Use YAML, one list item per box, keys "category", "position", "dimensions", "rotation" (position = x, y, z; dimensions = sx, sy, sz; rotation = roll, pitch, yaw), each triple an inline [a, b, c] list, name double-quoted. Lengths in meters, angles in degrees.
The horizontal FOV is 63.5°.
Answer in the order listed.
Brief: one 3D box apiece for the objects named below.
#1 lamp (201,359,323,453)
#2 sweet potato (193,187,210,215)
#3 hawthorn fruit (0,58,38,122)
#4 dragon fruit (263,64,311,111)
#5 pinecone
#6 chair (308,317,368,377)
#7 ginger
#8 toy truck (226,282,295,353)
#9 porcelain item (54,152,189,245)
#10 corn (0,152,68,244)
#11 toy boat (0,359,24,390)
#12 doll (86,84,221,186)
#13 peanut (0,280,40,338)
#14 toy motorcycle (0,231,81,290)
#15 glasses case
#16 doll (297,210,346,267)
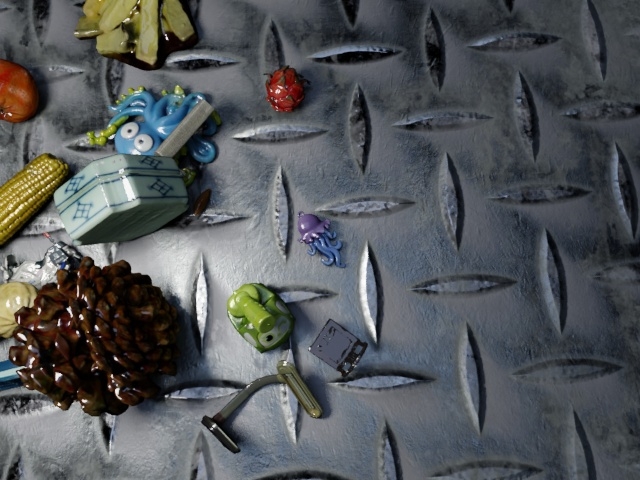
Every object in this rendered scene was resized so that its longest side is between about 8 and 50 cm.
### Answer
- category: "lamp"
  position: [-0.148, 0.463, 1.372]
  dimensions: [0.283, 0.124, 0.203]
  rotation: [-38, 100, -9]
- category: "sweet potato"
  position: [-0.349, -0.114, 1.520]
  dimensions: [0.034, 0.034, 0.095]
  rotation: [24, 69, 6]
- category: "hawthorn fruit"
  position: [-0.934, -0.457, 1.540]
  dimensions: [0.179, 0.179, 0.200]
  rotation: [-8, 58, 0]
- category: "dragon fruit"
  position: [-0.102, -0.452, 1.548]
  dimensions: [0.121, 0.130, 0.142]
  rotation: [-8, 77, 33]
- category: "pinecone"
  position: [-0.564, 0.248, 1.282]
  dimensions: [0.398, 0.398, 0.397]
  rotation: [0, 78, 1]
- category: "chair"
  position: [0.042, 0.273, 1.332]
  dimensions: [0.113, 0.229, 0.106]
  rotation: [34, 80, 5]
- category: "ginger"
  position: [-0.595, -0.727, 1.565]
  dimensions: [0.358, 0.211, 0.413]
  rotation: [-44, 81, -5]
- category: "toy truck"
  position: [-0.172, 0.191, 1.376]
  dimensions: [0.148, 0.210, 0.187]
  rotation: [-44, 63, -7]
- category: "porcelain item"
  position: [-0.520, -0.111, 1.371]
  dimensions: [0.286, 0.281, 0.157]
  rotation: [-27, 81, 29]
- category: "corn"
  position: [-0.877, -0.107, 1.487]
  dimensions: [0.120, 0.120, 0.363]
  rotation: [43, 81, 9]
- category: "toy boat"
  position: [-0.842, 0.362, 1.403]
  dimensions: [0.299, 0.096, 0.061]
  rotation: [-14, 70, 1]
- category: "doll"
  position: [-0.474, -0.325, 1.530]
  dimensions: [0.346, 0.099, 0.341]
  rotation: [43, 81, 4]
- category: "peanut"
  position: [-0.860, 0.196, 1.381]
  dimensions: [0.305, 0.147, 0.147]
  rotation: [-14, 77, 26]
- category: "toy motorcycle"
  position: [-0.798, 0.078, 1.461]
  dimensions: [0.221, 0.102, 0.150]
  rotation: [-35, 100, -3]
- category: "glasses case"
  position: [-0.390, -0.311, 1.472]
  dimensions: [0.047, 0.071, 0.205]
  rotation: [42, 76, -24]
- category: "doll"
  position: [0.000, 0.000, 1.475]
  dimensions: [0.110, 0.067, 0.206]
  rotation: [-37, 91, -20]
